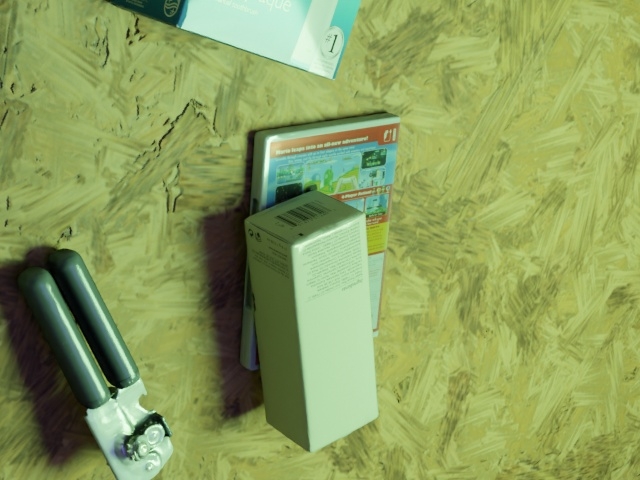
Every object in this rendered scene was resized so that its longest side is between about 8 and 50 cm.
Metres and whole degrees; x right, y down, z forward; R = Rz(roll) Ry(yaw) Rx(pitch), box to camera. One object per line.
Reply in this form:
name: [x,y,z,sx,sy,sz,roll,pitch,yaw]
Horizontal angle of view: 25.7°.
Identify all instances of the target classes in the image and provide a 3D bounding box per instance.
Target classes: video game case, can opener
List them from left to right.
can opener: [-0.236,0.138,1.460,0.074,0.093,0.280,-36,120,-27]
video game case: [0.000,0.000,1.644,0.204,0.025,0.285,-12,116,-38]

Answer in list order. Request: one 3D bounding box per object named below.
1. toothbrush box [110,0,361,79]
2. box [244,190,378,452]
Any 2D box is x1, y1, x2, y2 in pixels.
toothbrush box: [-0.049,-0.333,1.380,0.216,0.126,0.296,14,98,-44]
box: [-0.008,0.092,1.594,0.113,0.094,0.275,-22,123,-33]
